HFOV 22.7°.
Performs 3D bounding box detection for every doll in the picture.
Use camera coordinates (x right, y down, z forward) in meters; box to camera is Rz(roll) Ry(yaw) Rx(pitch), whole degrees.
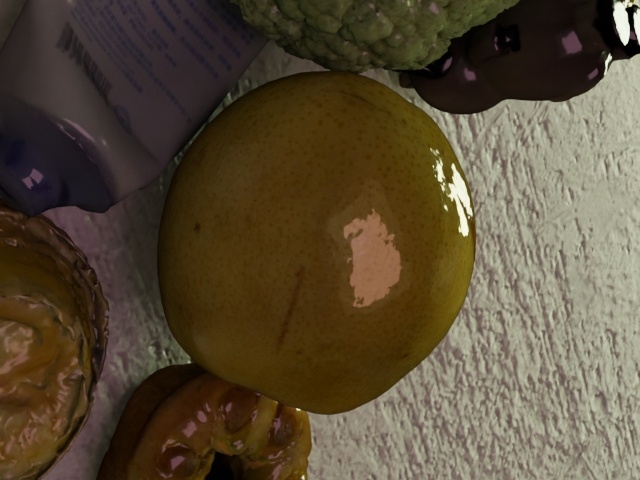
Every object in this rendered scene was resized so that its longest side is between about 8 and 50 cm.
[{"bbox_3d":[0.194,-0.193,1.617,0.182,0.257,0.117,11,77,-57],"label":"doll"}]

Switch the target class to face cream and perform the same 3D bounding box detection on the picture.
[{"bbox_3d":[-0.150,-0.192,1.430,0.420,0.137,0.235,-54,130,-24],"label":"face cream"}]

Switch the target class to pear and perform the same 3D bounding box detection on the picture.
[{"bbox_3d":[0.000,0.000,1.486,0.314,0.314,0.314,-12,110,-36],"label":"pear"}]

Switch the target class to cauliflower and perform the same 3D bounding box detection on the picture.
[{"bbox_3d":[0.051,-0.287,1.471,0.272,0.250,0.275,-37,137,23],"label":"cauliflower"}]

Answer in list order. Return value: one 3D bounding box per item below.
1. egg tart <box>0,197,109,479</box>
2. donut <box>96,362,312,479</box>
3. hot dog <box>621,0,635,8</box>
[{"bbox_3d":[-0.302,0.113,1.381,0.315,0.120,0.315,-12,109,-37],"label":"egg tart"},{"bbox_3d":[-0.113,0.225,1.567,0.226,0.114,0.227,-12,109,-36],"label":"donut"},{"bbox_3d":[0.297,-0.290,1.731,0.123,0.093,0.261,-35,134,-14],"label":"hot dog"}]
